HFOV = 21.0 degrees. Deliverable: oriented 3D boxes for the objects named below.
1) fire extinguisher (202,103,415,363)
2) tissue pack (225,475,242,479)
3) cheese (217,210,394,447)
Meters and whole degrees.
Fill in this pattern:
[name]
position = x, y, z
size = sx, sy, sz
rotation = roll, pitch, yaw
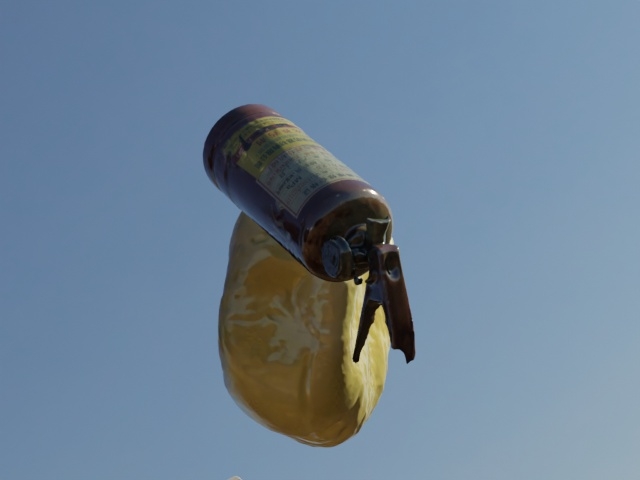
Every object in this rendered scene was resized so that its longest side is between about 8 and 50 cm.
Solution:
[fire extinguisher]
position = 0.006, -0.005, 1.214
size = 0.075, 0.252, 0.106
rotation = -26, -54, -18
[tissue pack]
position = -0.083, 0.316, 1.235
size = 0.136, 0.246, 0.159
rotation = -23, -6, -26
[cheese]
position = -0.001, 0.056, 1.432
size = 0.117, 0.226, 0.214
rotation = 6, -10, 18
